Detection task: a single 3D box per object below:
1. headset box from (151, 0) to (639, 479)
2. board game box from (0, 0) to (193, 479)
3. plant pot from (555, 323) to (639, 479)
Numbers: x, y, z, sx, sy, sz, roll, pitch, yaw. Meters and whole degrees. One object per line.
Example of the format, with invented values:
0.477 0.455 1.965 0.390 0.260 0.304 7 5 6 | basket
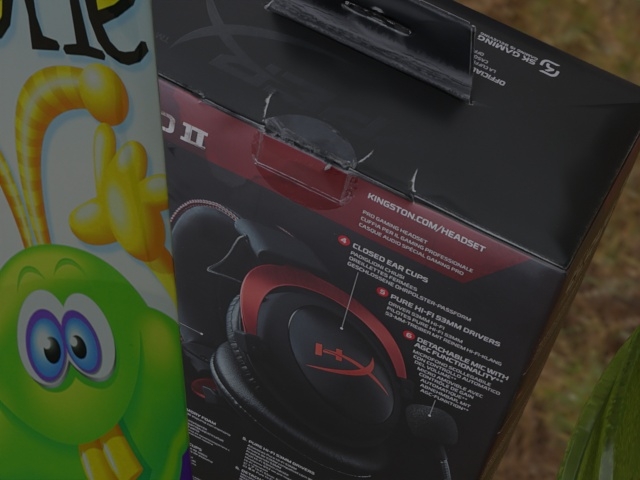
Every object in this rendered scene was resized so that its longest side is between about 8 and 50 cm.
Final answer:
0.000 0.000 0.842 0.110 0.218 0.293 -57 -12 -37 | headset box
-0.133 0.007 0.501 0.144 0.142 0.275 -23 64 37 | board game box
0.256 0.032 0.498 0.353 0.366 0.366 91 -177 -56 | plant pot
